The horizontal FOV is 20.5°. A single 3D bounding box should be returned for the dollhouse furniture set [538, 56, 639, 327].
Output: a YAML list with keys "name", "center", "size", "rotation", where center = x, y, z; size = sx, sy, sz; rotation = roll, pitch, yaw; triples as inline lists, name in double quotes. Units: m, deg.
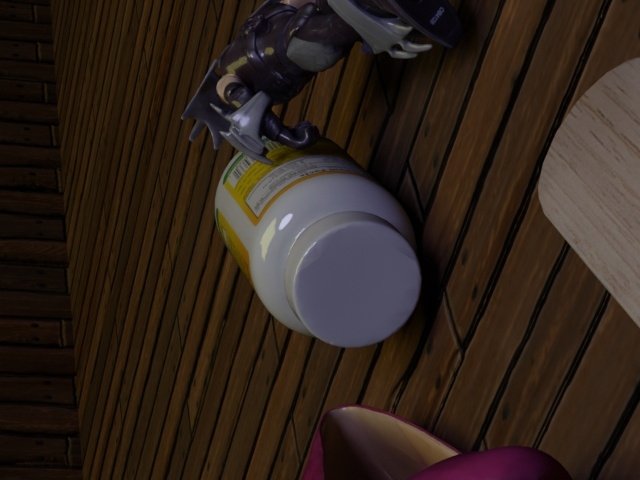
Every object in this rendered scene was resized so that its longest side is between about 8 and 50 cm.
- name: "dollhouse furniture set"
  center: [0.189, -0.046, 0.408]
  size: [0.242, 0.212, 0.161]
  rotation: [-54, 26, 13]

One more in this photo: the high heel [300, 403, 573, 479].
- name: "high heel"
  center: [0.045, 0.131, 1.002]
  size: [0.377, 0.127, 0.181]
  rotation: [118, 141, -63]

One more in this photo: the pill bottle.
- name: "pill bottle"
  center: [0.000, 0.000, 1.237]
  size: [0.208, 0.118, 0.117]
  rotation: [-131, 47, -69]

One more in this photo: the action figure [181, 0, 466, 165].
- name: "action figure"
  center: [0.001, -0.144, 1.234]
  size: [0.285, 0.099, 0.185]
  rotation: [-30, 33, 59]
